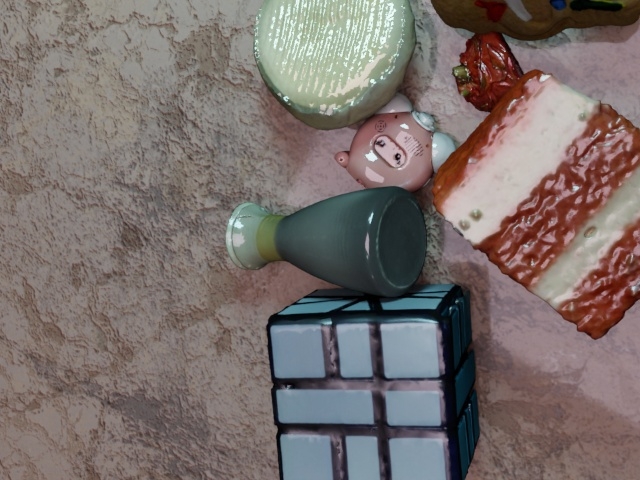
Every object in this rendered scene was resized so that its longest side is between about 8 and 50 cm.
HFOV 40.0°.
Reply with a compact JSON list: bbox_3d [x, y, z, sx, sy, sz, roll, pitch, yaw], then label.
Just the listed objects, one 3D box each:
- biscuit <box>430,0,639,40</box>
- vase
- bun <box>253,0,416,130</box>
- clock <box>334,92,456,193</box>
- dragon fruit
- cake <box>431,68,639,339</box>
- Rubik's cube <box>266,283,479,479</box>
[{"bbox_3d":[0.313,-0.356,1.281,0.320,0.183,0.047,12,68,16],"label":"biscuit"},{"bbox_3d":[0.000,0.000,1.447,0.321,0.173,0.173,1,97,38],"label":"vase"},{"bbox_3d":[0.030,-0.321,1.435,0.287,0.146,0.287,-3,82,20],"label":"bun"},{"bbox_3d":[0.125,-0.148,1.460,0.166,0.093,0.162,44,103,8],"label":"clock"},{"bbox_3d":[0.266,-0.265,1.410,0.106,0.083,0.162,-28,90,20],"label":"dragon fruit"},{"bbox_3d":[0.353,-0.073,1.289,0.319,0.270,0.269,38,104,-3],"label":"cake"},{"bbox_3d":[0.094,0.227,1.415,0.294,0.288,0.283,-6,94,15],"label":"Rubik's cube"}]
